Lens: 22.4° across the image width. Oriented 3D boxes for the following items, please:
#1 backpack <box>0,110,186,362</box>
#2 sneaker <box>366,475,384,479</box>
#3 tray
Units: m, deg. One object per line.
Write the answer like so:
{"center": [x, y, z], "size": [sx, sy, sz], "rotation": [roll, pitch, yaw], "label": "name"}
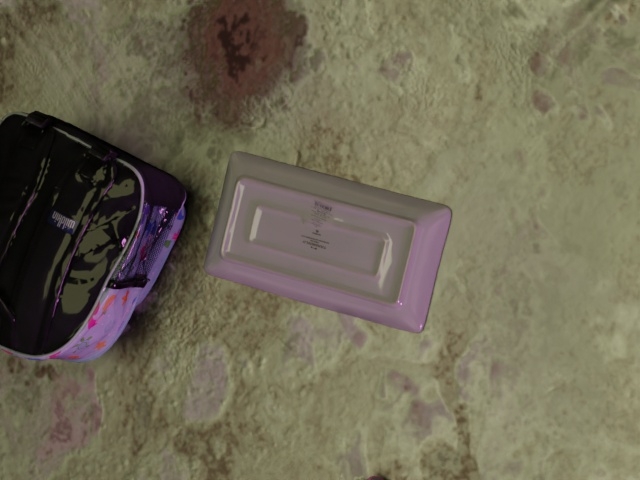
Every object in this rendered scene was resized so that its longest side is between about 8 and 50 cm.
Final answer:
{"center": [-0.288, 0.006, 1.800], "size": [0.225, 0.191, 0.253], "rotation": [26, 91, 22], "label": "backpack"}
{"center": [0.048, 0.316, 1.751], "size": [0.057, 0.047, 0.119], "rotation": [-9, 82, 36], "label": "sneaker"}
{"center": [0.000, 0.000, 1.776], "size": [0.270, 0.030, 0.145], "rotation": [15, 94, 21], "label": "tray"}
